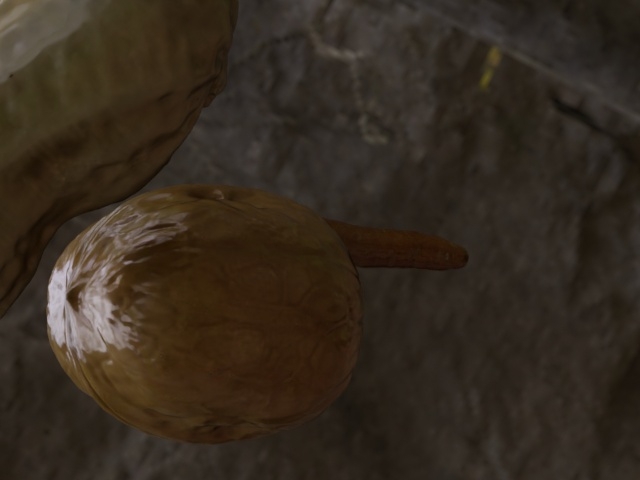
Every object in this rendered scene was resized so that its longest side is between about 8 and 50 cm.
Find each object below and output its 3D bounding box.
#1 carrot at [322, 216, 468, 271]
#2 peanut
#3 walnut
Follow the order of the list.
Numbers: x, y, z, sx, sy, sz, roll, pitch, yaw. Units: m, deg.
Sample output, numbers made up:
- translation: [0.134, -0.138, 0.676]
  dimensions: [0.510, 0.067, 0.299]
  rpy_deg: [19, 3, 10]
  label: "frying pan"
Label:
- translation: [0.000, 0.000, 1.418]
  dimensions: [0.043, 0.247, 0.043]
  rpy_deg: [-174, 90, -75]
  label: "carrot"
- translation: [-0.177, -0.058, 1.086]
  dimensions: [0.325, 0.140, 0.153]
  rpy_deg: [-51, -51, 2]
  label: "peanut"
- translation: [-0.077, 0.052, 1.253]
  dimensions: [0.225, 0.193, 0.193]
  rpy_deg: [5, -63, -44]
  label: "walnut"
